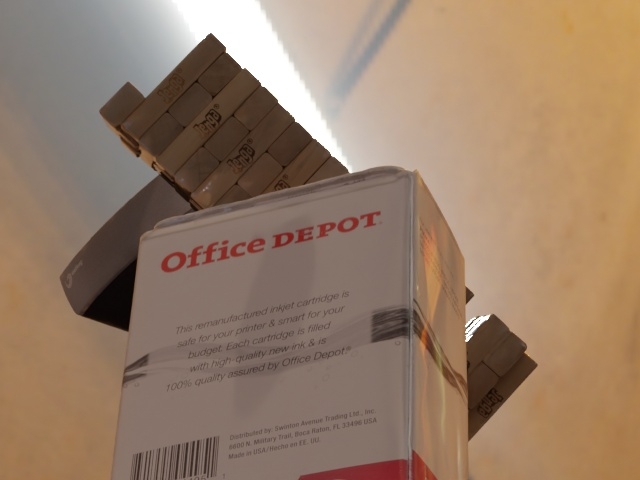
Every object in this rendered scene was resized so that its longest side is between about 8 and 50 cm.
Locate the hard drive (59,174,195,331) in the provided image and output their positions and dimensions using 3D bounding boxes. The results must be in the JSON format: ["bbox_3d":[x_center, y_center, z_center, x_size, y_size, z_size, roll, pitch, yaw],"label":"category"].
[{"bbox_3d":[-0.099,0.014,1.551,0.172,0.255,0.054,22,-132,-30],"label":"hard drive"}]

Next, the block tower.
[{"bbox_3d":[0.000,0.000,1.225,0.335,0.091,0.097,43,-96,0],"label":"block tower"}]

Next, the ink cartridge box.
[{"bbox_3d":[-0.013,0.084,0.873,0.092,0.159,0.217,56,-152,-47],"label":"ink cartridge box"}]
